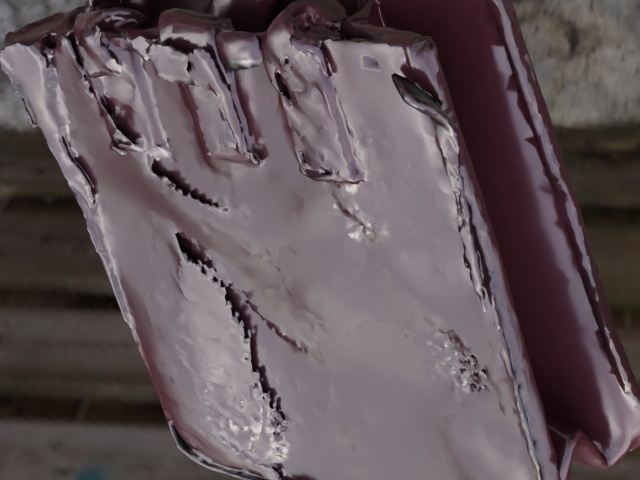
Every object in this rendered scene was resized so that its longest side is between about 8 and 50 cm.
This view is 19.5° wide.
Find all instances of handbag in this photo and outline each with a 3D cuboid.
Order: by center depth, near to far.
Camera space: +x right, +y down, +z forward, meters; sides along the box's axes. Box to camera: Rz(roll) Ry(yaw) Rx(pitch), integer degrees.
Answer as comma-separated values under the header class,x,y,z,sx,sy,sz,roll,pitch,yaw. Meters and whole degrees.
class,x,y,z,sx,sy,sz,roll,pitch,yaw
handbag,0.002,-0.001,0.658,0.203,0.074,0.216,6,126,43
